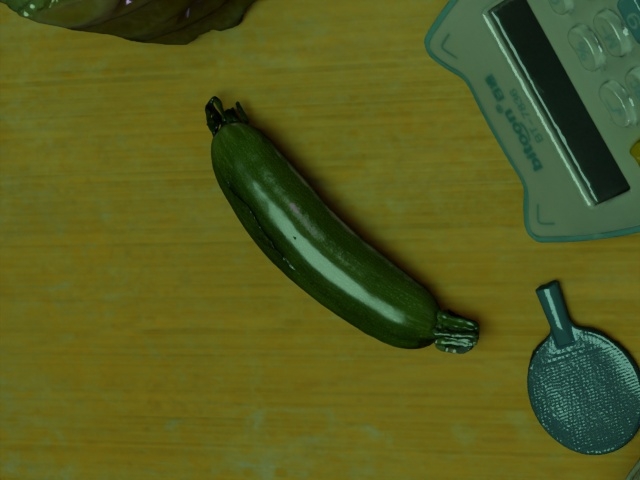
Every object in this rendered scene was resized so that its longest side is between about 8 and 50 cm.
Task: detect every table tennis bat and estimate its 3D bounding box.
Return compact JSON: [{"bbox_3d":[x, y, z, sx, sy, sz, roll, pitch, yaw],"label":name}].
[{"bbox_3d":[0.217,0.109,1.626,0.100,0.019,0.155,-20,96,25],"label":"table tennis bat"}]

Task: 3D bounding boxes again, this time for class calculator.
[{"bbox_3d":[0.240,-0.141,1.451,0.256,0.054,0.386,61,148,-1],"label":"calculator"}]

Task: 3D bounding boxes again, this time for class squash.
[{"bbox_3d":[-0.001,0.002,1.659,0.318,0.071,0.080,43,114,8],"label":"squash"}]

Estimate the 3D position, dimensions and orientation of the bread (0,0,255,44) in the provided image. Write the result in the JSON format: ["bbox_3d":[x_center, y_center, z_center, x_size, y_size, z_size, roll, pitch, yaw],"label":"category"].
[{"bbox_3d":[-0.147,-0.273,1.563,0.196,0.252,0.239,6,100,25],"label":"bread"}]

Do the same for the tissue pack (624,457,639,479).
[{"bbox_3d":[0.351,0.348,1.525,0.390,0.195,0.376,38,118,7],"label":"tissue pack"}]
